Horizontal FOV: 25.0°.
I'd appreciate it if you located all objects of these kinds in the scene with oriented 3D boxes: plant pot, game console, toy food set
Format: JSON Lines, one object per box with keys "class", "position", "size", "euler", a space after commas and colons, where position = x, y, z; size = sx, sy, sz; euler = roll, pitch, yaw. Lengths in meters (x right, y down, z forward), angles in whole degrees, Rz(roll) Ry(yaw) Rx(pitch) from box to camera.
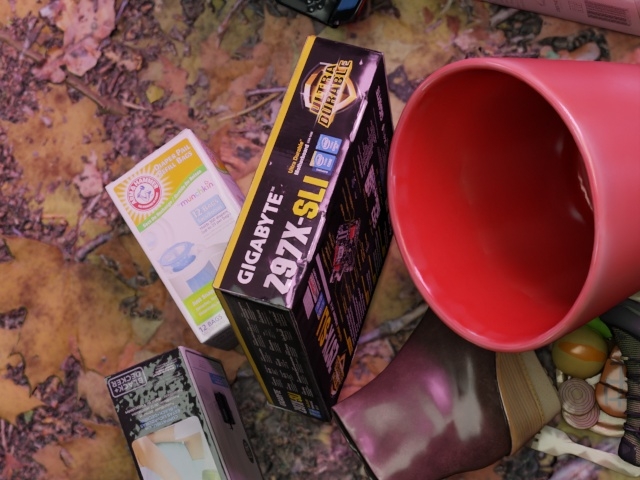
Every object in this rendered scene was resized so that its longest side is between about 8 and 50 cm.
{"class": "plant pot", "position": [0.240, -0.052, 1.353], "size": [0.243, 0.275, 0.275], "euler": [-14, 74, -36]}
{"class": "game console", "position": [0.021, -0.310, 1.552], "size": [0.124, 0.085, 0.144], "euler": [27, 87, 14]}
{"class": "toy food set", "position": [0.294, 0.134, 1.448], "size": [0.132, 0.038, 0.192], "euler": [17, 85, 14]}

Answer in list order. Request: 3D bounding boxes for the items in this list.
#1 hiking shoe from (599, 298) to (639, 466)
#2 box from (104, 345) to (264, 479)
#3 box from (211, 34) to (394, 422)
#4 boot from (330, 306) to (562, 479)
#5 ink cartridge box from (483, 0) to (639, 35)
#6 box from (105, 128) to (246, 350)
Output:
{"class": "hiking shoe", "position": [0.326, 0.161, 1.386], "size": [0.114, 0.086, 0.227], "euler": [-37, 91, -7]}
{"class": "box", "position": [-0.109, 0.261, 1.451], "size": [0.087, 0.169, 0.290], "euler": [-22, 76, 5]}
{"class": "box", "position": [0.000, 0.000, 1.359], "size": [0.079, 0.322, 0.257], "euler": [16, 69, 14]}
{"class": "boot", "position": [0.100, 0.118, 1.432], "size": [0.207, 0.090, 0.248], "euler": [-25, 74, -15]}
{"class": "ink cartridge box", "position": [0.244, -0.401, 1.496], "size": [0.272, 0.130, 0.309], "euler": [16, 85, 17]}
{"class": "box", "position": [-0.119, 0.001, 1.524], "size": [0.114, 0.103, 0.203], "euler": [-34, 76, 5]}
